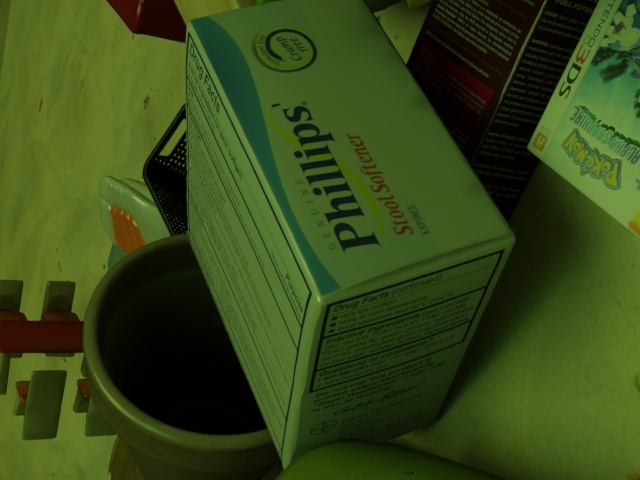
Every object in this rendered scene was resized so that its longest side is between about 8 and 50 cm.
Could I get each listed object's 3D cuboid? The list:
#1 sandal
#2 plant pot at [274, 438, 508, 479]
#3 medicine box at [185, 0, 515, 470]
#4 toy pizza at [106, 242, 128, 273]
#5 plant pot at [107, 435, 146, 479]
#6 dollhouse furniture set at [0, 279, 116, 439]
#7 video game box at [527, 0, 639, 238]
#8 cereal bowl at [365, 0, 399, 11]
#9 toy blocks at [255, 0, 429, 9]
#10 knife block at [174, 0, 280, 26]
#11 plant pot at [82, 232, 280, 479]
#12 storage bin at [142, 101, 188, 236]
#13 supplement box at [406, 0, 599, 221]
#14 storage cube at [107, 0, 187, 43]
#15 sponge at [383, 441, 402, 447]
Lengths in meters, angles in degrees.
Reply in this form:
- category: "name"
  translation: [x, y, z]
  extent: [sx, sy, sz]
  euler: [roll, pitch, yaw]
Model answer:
- category: "sandal"
  translation: [-0.216, -0.018, 1.311]
  extent: [0.265, 0.076, 0.102]
  euler: [27, 123, 36]
- category: "plant pot"
  translation: [0.066, 0.257, 0.621]
  extent: [0.293, 0.274, 0.275]
  euler: [31, 111, 62]
- category: "medicine box"
  translation: [0.000, 0.000, 0.752]
  extent: [0.289, 0.149, 0.264]
  euler: [101, 148, -53]
- category: "toy pizza"
  translation: [-0.283, 0.062, 1.431]
  extent: [0.201, 0.032, 0.201]
  euler: [-14, 74, 56]
- category: "plant pot"
  translation: [-0.261, 0.357, 1.339]
  extent: [0.236, 0.032, 0.236]
  euler: [-18, 69, 57]
- category: "dollhouse furniture set"
  translation: [-0.301, 0.128, 1.230]
  extent: [0.262, 0.259, 0.135]
  euler: [40, 121, 53]
- category: "video game box"
  translation: [0.241, -0.092, 0.597]
  extent: [0.205, 0.048, 0.187]
  euler: [52, 130, 49]
- category: "cereal bowl"
  translation: [0.061, -0.360, 0.809]
  extent: [0.339, 0.141, 0.339]
  euler: [-177, 90, -79]
- category: "toy blocks"
  translation: [0.131, -0.262, 0.509]
  extent: [0.191, 0.381, 0.261]
  euler: [63, 175, -15]
- category: "knife block"
  translation: [-0.074, -0.203, 0.957]
  extent: [0.088, 0.275, 0.242]
  euler: [-47, 17, 43]
- category: "plant pot"
  translation: [-0.112, 0.161, 0.970]
  extent: [0.229, 0.263, 0.263]
  euler: [102, 153, -44]
- category: "storage bin"
  translation: [-0.135, -0.074, 1.141]
  extent: [0.122, 0.084, 0.180]
  euler: [-53, 39, 16]
- category: "supplement box"
  translation: [0.132, -0.128, 0.754]
  extent: [0.130, 0.073, 0.239]
  euler: [53, 129, 48]
- category: "storage cube"
  translation: [-0.151, -0.359, 1.154]
  extent: [0.215, 0.183, 0.193]
  euler: [48, 126, 50]
- category: "sponge"
  translation: [0.068, 0.292, 0.817]
  extent: [0.117, 0.031, 0.210]
  euler: [8, 91, 58]
